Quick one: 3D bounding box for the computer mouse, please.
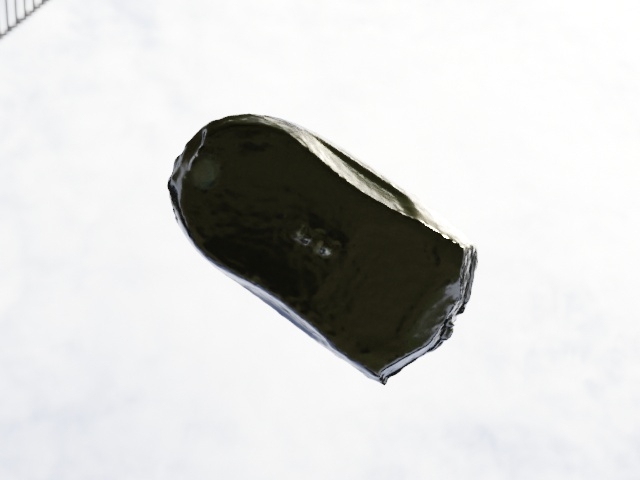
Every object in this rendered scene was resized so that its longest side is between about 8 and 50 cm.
[{"bbox_3d":[0.000,0.000,0.769,0.217,0.122,0.073,35,-170,-4],"label":"computer mouse"}]
